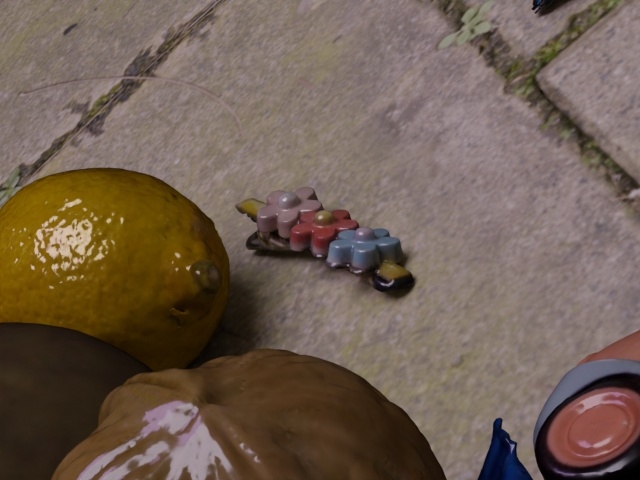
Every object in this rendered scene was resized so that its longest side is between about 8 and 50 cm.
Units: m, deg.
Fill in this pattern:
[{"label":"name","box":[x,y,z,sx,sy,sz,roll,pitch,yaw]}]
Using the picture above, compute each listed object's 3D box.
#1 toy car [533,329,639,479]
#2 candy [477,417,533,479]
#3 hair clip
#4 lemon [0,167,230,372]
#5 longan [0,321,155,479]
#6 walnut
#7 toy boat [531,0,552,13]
[{"label":"toy car","box":[0.247,0.107,0.719,0.212,0.180,0.270,-46,32,-23]},{"label":"candy","box":[0.111,0.247,0.746,0.331,0.077,0.187,-107,29,-56]},{"label":"hair clip","box":[-0.001,-0.006,1.219,0.062,0.056,0.214,-23,21,-30]},{"label":"lemon","box":[-0.175,0.035,1.244,0.257,0.188,0.188,-9,47,38]},{"label":"longan","box":[-0.211,0.197,0.992,0.319,0.319,0.319,-29,36,23]},{"label":"walnut","box":[-0.037,0.162,0.784,0.228,0.228,0.228,-29,36,23]},{"label":"toy boat","box":[0.227,-0.271,1.239,0.210,0.066,0.084,-58,2,14]}]
